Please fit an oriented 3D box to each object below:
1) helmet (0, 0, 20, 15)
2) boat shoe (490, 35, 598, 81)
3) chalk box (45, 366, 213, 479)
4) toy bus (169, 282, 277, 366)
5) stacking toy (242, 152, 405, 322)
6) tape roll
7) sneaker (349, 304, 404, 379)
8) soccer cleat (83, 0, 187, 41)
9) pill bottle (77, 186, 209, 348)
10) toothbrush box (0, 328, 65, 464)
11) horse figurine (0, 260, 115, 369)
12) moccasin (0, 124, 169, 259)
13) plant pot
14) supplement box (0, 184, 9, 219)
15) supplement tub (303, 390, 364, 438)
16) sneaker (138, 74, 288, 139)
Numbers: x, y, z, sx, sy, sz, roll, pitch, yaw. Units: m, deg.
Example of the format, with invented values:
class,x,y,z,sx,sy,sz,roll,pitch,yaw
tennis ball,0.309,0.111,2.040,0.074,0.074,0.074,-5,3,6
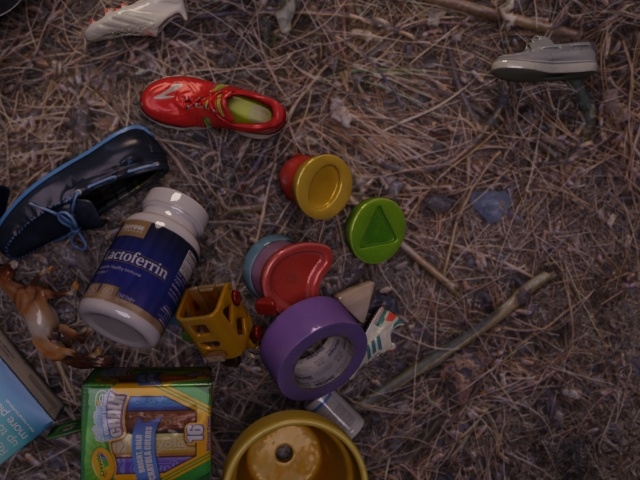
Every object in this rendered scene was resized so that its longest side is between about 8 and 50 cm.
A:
class,x,y,z,sx,sy,sz,roll,pitch,yaw
helmet,-0.586,-0.465,1.426,0.169,0.161,0.170,0,92,-8
boat shoe,0.444,-0.366,1.634,0.227,0.079,0.081,-3,83,-13
chalk box,-0.342,0.328,1.481,0.288,0.180,0.179,2,92,-10
toy bus,-0.180,0.172,1.487,0.202,0.191,0.104,24,45,-9
stacking toy,0.000,0.000,1.585,0.279,0.130,0.309,22,91,-35
tape roll,-0.012,0.201,1.515,0.188,0.080,0.189,-19,134,-21
sneaker,0.108,0.212,1.606,0.075,0.057,0.161,29,85,-3
soccer cleat,-0.341,-0.405,1.516,0.196,0.068,0.076,-27,99,-10
pill bottle,-0.306,0.045,1.455,0.153,0.153,0.265,26,62,-8
toothbrush box,-0.651,0.322,1.463,0.295,0.126,0.216,-37,97,-4
horse figurine,-0.486,0.144,1.489,0.174,0.066,0.263,-17,109,32
moccasin,-0.427,-0.073,1.467,0.342,0.138,0.117,-40,75,-4
plant pot,-0.058,0.422,1.497,0.253,0.239,0.254,0,93,-9
supplement box,-0.753,-0.041,1.400,0.356,0.194,0.195,13,90,-8
supplement tub,0.026,0.336,1.591,0.071,0.071,0.107,-44,97,-5
sneaker,-0.196,-0.255,1.514,0.278,0.118,0.107,5,91,-9
